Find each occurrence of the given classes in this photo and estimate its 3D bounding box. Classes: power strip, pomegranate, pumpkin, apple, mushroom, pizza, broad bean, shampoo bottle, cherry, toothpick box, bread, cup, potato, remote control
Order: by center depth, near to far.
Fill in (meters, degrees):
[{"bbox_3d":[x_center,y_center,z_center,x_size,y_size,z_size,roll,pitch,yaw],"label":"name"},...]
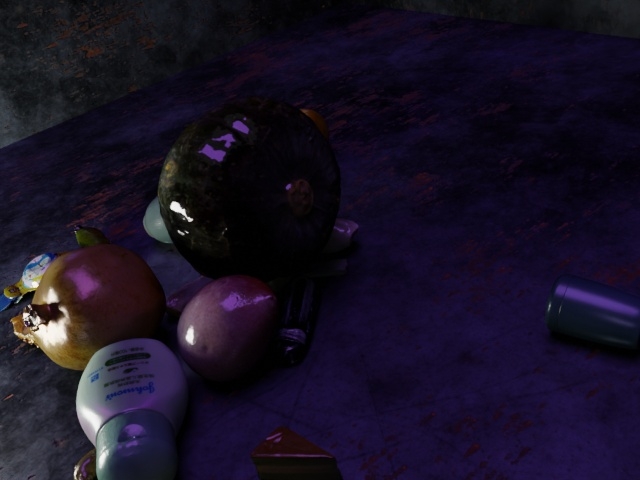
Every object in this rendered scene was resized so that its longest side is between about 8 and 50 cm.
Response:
[{"bbox_3d":[-0.041,0.401,1.204,0.139,0.074,0.084,18,44,37],"label":"bread"},{"bbox_3d":[-0.450,0.439,1.326,0.046,0.045,0.092,30,41,-5],"label":"potato"},{"bbox_3d":[-0.363,0.349,1.332,0.222,0.151,0.349,-7,31,-14],"label":"shampoo bottle"},{"bbox_3d":[0.547,0.142,1.335,0.184,0.120,0.120,15,42,33],"label":"toothpick box"},{"bbox_3d":[-0.198,0.172,1.461,0.206,0.239,0.239,24,43,11],"label":"cherry"},{"bbox_3d":[-0.516,0.153,1.551,0.319,0.319,0.319,-10,33,6],"label":"pomegranate"},{"bbox_3d":[-0.057,0.173,1.562,0.090,0.066,0.266,-8,32,16],"label":"remote control"},{"bbox_3d":[-0.162,-0.112,1.596,0.344,0.454,0.454,13,41,44],"label":"pumpkin"},{"bbox_3d":[0.005,0.072,1.737,0.136,0.019,0.051,-7,35,11],"label":"power strip"},{"bbox_3d":[-0.699,0.224,1.743,0.182,0.062,0.161,-15,25,-10],"label":"pizza"},{"bbox_3d":[-0.321,0.130,1.749,0.059,0.054,0.202,29,44,21],"label":"mushroom"},{"bbox_3d":[0.000,0.001,1.787,0.212,0.088,0.097,-21,63,-2],"label":"mushroom"},{"bbox_3d":[-0.438,-0.063,1.994,0.150,0.199,0.199,-18,28,29],"label":"cup"},{"bbox_3d":[-0.669,0.016,2.037,0.077,0.061,0.339,-35,37,-18],"label":"broad bean"},{"bbox_3d":[-0.057,-0.353,2.282,0.182,0.155,0.182,-8,34,5],"label":"apple"}]

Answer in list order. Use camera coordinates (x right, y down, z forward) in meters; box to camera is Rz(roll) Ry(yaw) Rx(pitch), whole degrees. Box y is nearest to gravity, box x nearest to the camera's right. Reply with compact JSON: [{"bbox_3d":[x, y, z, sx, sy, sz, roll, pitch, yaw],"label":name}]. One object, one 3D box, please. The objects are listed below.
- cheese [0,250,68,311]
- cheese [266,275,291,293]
[{"bbox_3d":[-0.824,0.113,1.949,0.250,0.064,0.156,-42,40,-18],"label":"cheese"},{"bbox_3d":[-0.203,0.079,1.761,0.255,0.050,0.127,16,44,32],"label":"cheese"}]
